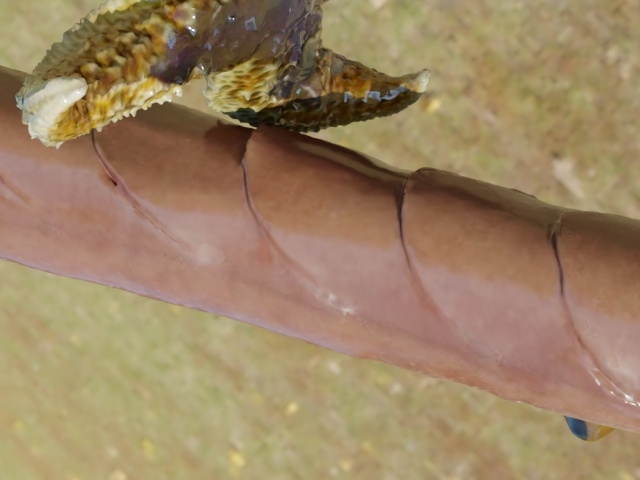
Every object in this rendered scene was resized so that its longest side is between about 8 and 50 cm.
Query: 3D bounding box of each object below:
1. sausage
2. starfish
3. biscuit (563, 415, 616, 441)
[{"bbox_3d":[-0.001,0.002,0.729,0.433,0.088,0.088,16,157,8],"label":"sausage"},{"bbox_3d":[-0.026,-0.103,0.668,0.071,0.238,0.216,18,140,31],"label":"starfish"},{"bbox_3d":[0.223,0.021,0.944,0.047,0.208,0.164,58,157,19],"label":"biscuit"}]
